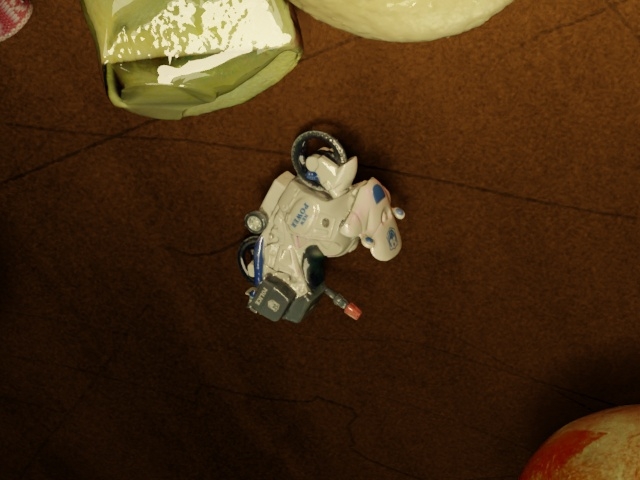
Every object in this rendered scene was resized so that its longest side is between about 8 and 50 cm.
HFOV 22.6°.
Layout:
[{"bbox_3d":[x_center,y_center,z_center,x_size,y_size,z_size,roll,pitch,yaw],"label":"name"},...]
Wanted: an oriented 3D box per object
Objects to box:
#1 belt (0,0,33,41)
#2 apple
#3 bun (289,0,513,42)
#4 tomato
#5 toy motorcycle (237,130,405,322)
[{"bbox_3d":[-0.387,-0.194,1.579,0.232,0.071,0.053,-21,131,25],"label":"belt"},{"bbox_3d":[-0.120,-0.210,1.458,0.188,0.174,0.207,-15,124,-3],"label":"apple"},{"bbox_3d":[0.078,-0.344,1.270,0.349,0.227,0.352,-9,124,-12],"label":"bun"},{"bbox_3d":[0.347,0.301,1.747,0.270,0.222,0.270,10,116,21],"label":"tomato"},{"bbox_3d":[0.000,0.000,1.653,0.150,0.102,0.221,36,125,8],"label":"toy motorcycle"}]
